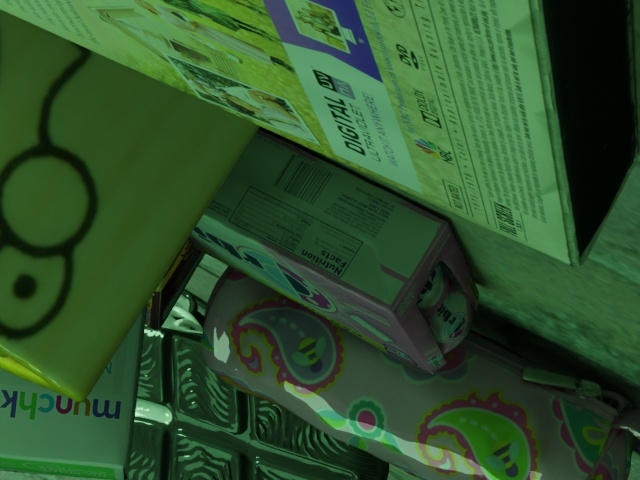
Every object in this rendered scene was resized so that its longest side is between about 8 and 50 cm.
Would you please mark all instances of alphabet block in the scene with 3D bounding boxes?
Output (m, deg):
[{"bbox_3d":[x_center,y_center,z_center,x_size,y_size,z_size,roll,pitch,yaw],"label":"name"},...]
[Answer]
[{"bbox_3d":[-0.174,-0.055,1.030,0.192,0.197,0.193,38,167,-24],"label":"alphabet block"}]

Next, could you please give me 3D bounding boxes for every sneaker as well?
[{"bbox_3d":[-0.108,0.108,1.658,0.447,0.169,0.257,12,-159,26],"label":"sneaker"}]

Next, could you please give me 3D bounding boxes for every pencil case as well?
[{"bbox_3d":[0.065,0.092,1.224,0.284,0.124,0.124,28,167,19],"label":"pencil case"}]

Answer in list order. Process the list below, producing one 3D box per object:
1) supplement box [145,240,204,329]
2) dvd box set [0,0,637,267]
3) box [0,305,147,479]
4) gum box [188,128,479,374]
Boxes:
[{"bbox_3d":[-0.141,-0.006,1.426,0.104,0.081,0.188,31,168,1],"label":"supplement box"},{"bbox_3d":[-0.086,-0.143,0.726,0.420,0.062,0.307,25,167,18],"label":"dvd box set"},{"bbox_3d":[-0.236,0.022,1.206,0.262,0.231,0.127,7,169,-4],"label":"box"},{"bbox_3d":[0.000,0.000,1.131,0.188,0.062,0.107,27,167,24],"label":"gum box"}]
